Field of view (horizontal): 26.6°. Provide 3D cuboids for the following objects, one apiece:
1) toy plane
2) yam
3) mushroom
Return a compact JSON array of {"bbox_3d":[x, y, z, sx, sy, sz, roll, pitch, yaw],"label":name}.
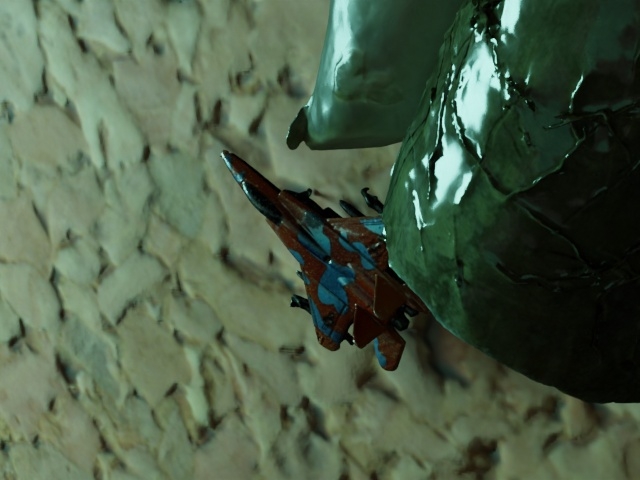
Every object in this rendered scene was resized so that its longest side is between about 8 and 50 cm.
[{"bbox_3d":[0.002,-0.001,0.929,0.189,0.061,0.130,48,131,20],"label":"toy plane"},{"bbox_3d":[0.153,-0.069,0.701,0.202,0.201,0.271,37,120,22],"label":"yam"},{"bbox_3d":[0.069,-0.194,0.778,0.109,0.097,0.351,45,128,39],"label":"mushroom"}]
